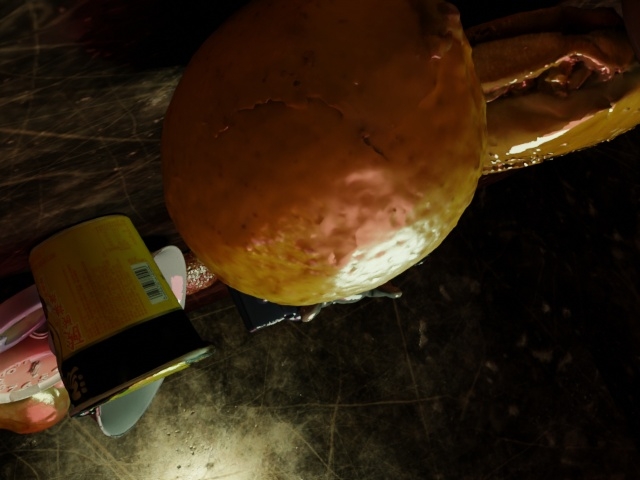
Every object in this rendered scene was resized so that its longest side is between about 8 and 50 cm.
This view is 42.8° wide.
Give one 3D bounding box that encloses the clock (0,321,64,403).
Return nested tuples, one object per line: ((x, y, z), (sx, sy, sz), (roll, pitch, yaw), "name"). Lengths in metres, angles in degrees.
((-0.557, 0.200, 1.526), (0.227, 0.142, 0.241), (-16, 159, -39), "clock")

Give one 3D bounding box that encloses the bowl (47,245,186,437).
((-0.370, 0.154, 1.426), (0.157, 0.346, 0.345), (16, 180, 9), "bowl")

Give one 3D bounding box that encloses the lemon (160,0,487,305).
((0.006, -0.079, 0.658), (0.253, 0.254, 0.310), (-19, 167, -48), "lemon")

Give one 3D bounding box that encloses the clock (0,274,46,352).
((-0.469, 0.104, 1.275), (0.172, 0.064, 0.198), (-40, 179, -14), "clock")

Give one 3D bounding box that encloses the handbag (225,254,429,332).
((0.000, 0.000, 1.294), (0.325, 0.269, 0.118), (-23, 173, -18), "handbag")

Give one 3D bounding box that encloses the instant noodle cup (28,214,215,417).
((-0.287, 0.098, 1.131), (0.215, 0.236, 0.215), (-24, 175, -2), "instant noodle cup")

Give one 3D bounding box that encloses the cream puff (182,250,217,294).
((-0.278, 0.072, 1.737), (0.149, 0.084, 0.149), (-23, 173, -3), "cream puff")

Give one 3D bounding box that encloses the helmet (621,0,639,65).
((0.419, -0.266, 0.782), (0.384, 0.230, 0.338), (-13, 146, -27), "helmet")

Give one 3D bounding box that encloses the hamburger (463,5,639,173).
((0.261, -0.183, 0.986), (0.304, 0.174, 0.284), (-18, -176, -42), "hamburger")

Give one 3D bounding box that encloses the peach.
((-0.649, 0.297, 1.745), (0.235, 0.214, 0.214), (21, 150, -27), "peach")
